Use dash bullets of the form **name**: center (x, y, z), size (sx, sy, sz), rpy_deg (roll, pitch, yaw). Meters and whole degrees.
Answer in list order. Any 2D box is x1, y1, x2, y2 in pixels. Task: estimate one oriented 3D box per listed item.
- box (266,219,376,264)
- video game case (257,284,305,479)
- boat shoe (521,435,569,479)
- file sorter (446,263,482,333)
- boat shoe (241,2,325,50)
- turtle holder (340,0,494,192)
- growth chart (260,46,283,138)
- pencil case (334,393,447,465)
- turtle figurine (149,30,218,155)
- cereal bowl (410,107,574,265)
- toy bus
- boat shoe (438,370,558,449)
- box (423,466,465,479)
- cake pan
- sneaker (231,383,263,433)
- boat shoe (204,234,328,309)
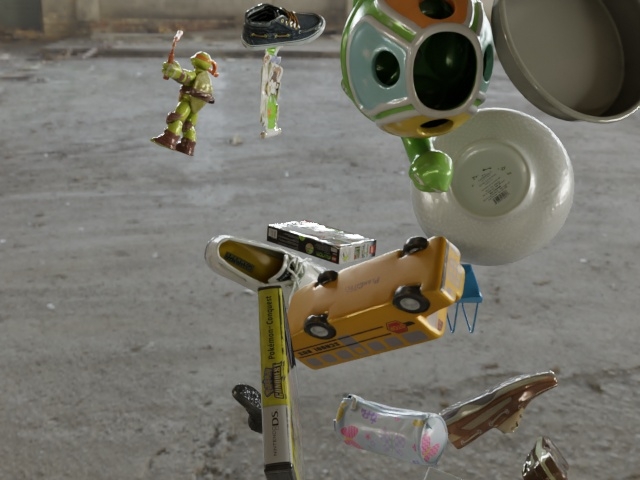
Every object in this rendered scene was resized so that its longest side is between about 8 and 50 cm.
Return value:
- **box**: center (0.000, 0.000, 1.475), size (0.207, 0.036, 0.114), rpy_deg (17, 19, 42)
- **video game case**: center (-0.048, 0.238, 0.954), size (0.035, 0.275, 0.248), rpy_deg (-6, 51, -1)
- **boat shoe**: center (0.491, 0.505, 1.613), size (0.095, 0.095, 0.257), rpy_deg (55, 12, 18)
- **file sorter**: center (0.228, 0.122, 1.468), size (0.170, 0.105, 0.118), rpy_deg (0, 34, -2)
- **boat shoe**: center (-0.069, -0.437, 1.446), size (0.183, 0.083, 0.065), rpy_deg (-19, 71, -18)
- **turtle holder**: center (0.148, -0.255, 1.139), size (0.243, 0.320, 0.227), rpy_deg (17, 19, -18)
- **growth chart**: center (-0.114, -0.351, 1.683), size (0.021, 0.237, 0.172), rpy_deg (7, 22, 10)
- **pencil case**: center (0.162, 0.440, 1.685), size (0.273, 0.124, 0.113), rpy_deg (3, 6, 44)
- **turtle figurine**: center (-0.252, -0.280, 1.428), size (0.087, 0.217, 0.269), rpy_deg (19, 4, 5)
- **cereal bowl**: center (0.348, -0.117, 1.479), size (0.338, 0.339, 0.141), rpy_deg (7, -4, 14)
- **toy bus**: center (0.081, 0.106, 1.128), size (0.332, 0.130, 0.108), rpy_deg (-22, 38, 38)
- **boat shoe**: center (0.460, 0.431, 1.835), size (0.324, 0.116, 0.123), rpy_deg (-29, -12, 14)
- **box**: center (0.336, 0.726, 1.884), size (0.181, 0.119, 0.181), rpy_deg (17, 49, 18)
- **cake pan**: center (0.370, -0.304, 1.063), size (0.293, 0.293, 0.054), rpy_deg (-9, -8, -26)
- **sneaker**: center (-0.130, 0.362, 1.494), size (0.170, 0.089, 0.051), rpy_deg (31, 30, -26)
- **boat shoe**: center (-0.086, 0.076, 1.681), size (0.367, 0.136, 0.156), rpy_deg (26, -13, -14)
